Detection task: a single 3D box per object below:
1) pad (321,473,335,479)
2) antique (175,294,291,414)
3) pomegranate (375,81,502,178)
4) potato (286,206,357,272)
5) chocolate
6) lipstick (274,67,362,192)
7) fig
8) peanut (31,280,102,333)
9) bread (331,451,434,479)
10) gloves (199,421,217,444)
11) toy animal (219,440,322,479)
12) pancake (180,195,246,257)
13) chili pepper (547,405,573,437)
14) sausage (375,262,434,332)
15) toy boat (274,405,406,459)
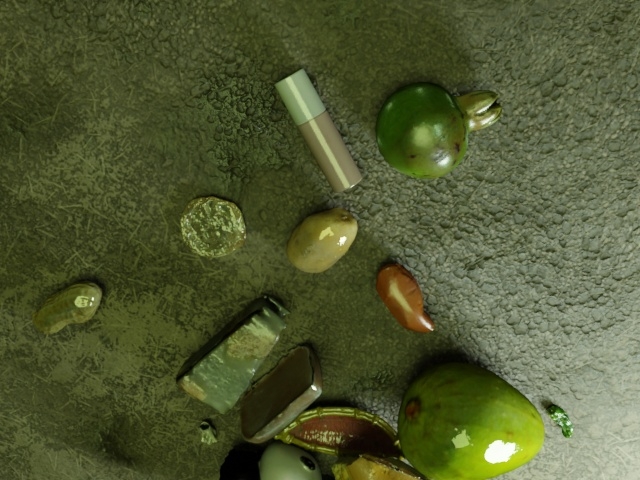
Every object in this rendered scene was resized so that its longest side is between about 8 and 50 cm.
[{"bbox_3d":[0.023,0.670,1.765,0.112,0.003,0.157,25,110,-4],"label":"pad"},{"bbox_3d":[-0.184,0.246,1.570,0.150,0.125,0.284,38,109,-10],"label":"antique"},{"bbox_3d":[0.229,-0.206,1.355,0.240,0.159,0.190,6,111,-2],"label":"pomegranate"},{"bbox_3d":[0.000,0.000,1.475,0.178,0.118,0.109,-46,64,31],"label":"potato"},{"bbox_3d":[-0.079,0.363,1.597,0.083,0.161,0.261,34,114,-27],"label":"chocolate"},{"bbox_3d":[-0.003,-0.222,1.415,0.070,0.070,0.255,-26,105,14],"label":"lipstick"},{"bbox_3d":[0.336,0.401,1.522,0.326,0.258,0.258,9,111,-17],"label":"fig"},{"bbox_3d":[-0.582,0.156,1.599,0.194,0.083,0.093,-30,139,19],"label":"peanut"},{"bbox_3d":[0.156,0.564,1.536,0.261,0.163,0.204,21,154,-9],"label":"bread"},{"bbox_3d":[-0.275,0.472,1.703,0.044,0.037,0.081,27,133,33],"label":"gloves"},{"bbox_3d":[-0.112,0.582,1.662,0.235,0.165,0.187,-15,113,7],"label":"toy animal"},{"bbox_3d":[-0.236,-0.027,1.530,0.151,0.025,0.152,2,108,5],"label":"pancake"},{"bbox_3d":[0.560,0.418,1.615,0.030,0.034,0.091,-23,110,47],"label":"chili pepper"},{"bbox_3d":[0.184,0.130,1.516,0.089,0.089,0.179,-30,99,14],"label":"sausage"},{"bbox_3d":[0.053,0.457,1.639,0.317,0.099,0.141,7,107,6],"label":"toy boat"}]
